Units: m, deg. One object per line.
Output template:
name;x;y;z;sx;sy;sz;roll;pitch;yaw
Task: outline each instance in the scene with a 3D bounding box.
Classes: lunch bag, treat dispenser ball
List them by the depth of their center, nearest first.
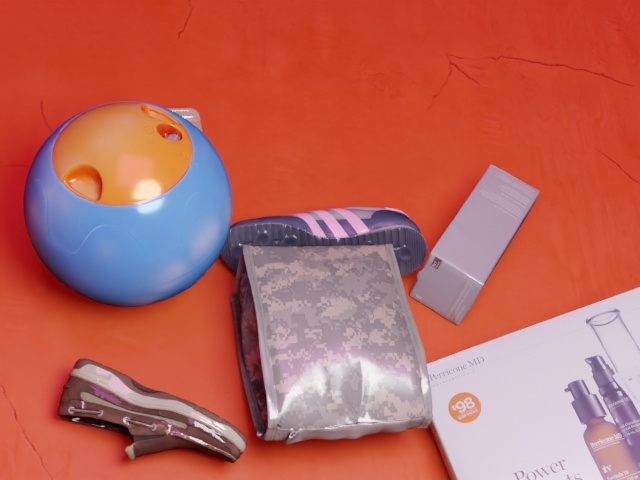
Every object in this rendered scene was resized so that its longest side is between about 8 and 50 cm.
lunch bag;0.011;0.156;1.389;0.235;0.169;0.287;-1;50;-15
treat dispenser ball;-0.267;-0.051;1.390;0.288;0.288;0.288;7;53;-10

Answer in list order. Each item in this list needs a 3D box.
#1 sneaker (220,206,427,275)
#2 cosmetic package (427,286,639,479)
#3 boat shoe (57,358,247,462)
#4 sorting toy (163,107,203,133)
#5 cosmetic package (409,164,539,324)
sneaker;0.000;0.000;1.562;0.319;0.112;0.131;2;24;-7
cosmetic package;0.353;0.253;1.379;0.377;0.097;0.284;-20;56;-4
boat shoe;-0.228;0.251;1.315;0.257;0.095;0.095;21;66;9
sorting toy;-0.278;-0.122;1.605;0.193;0.038;0.208;-3;60;-17
cosmetic package;0.248;0.005;1.590;0.107;0.127;0.238;29;54;8
